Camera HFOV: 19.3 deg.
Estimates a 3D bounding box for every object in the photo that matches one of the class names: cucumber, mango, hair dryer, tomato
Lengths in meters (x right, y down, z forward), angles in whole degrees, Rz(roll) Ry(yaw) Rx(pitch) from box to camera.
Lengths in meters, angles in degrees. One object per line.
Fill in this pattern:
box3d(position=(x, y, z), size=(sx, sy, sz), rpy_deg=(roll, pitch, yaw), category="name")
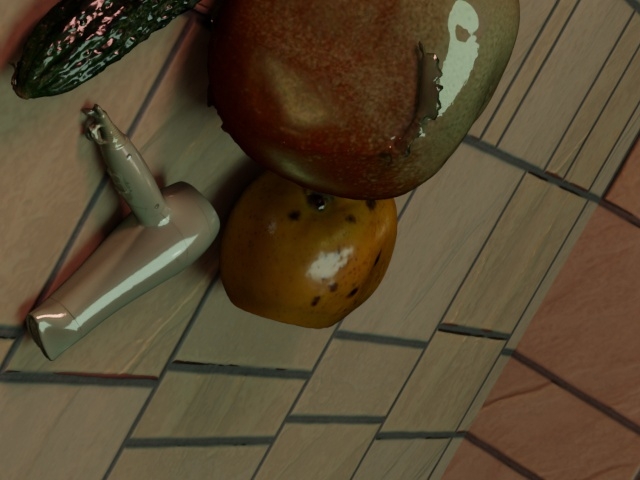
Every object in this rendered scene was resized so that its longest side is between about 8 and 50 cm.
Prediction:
box3d(position=(-0.147, -0.198, 1.512), size=(0.265, 0.077, 0.077), rpy_deg=(-40, 152, -36), category="cucumber")
box3d(position=(0.000, 0.000, 1.982), size=(0.191, 0.160, 0.290), rpy_deg=(-68, 162, 0), category="mango")
box3d(position=(-0.194, -0.025, 1.676), size=(0.206, 0.075, 0.237), rpy_deg=(-40, 145, -25), category="hair dryer")
box3d(position=(0.047, -0.178, 1.726), size=(0.303, 0.239, 0.303), rpy_deg=(-51, 160, -27), category="tomato")
